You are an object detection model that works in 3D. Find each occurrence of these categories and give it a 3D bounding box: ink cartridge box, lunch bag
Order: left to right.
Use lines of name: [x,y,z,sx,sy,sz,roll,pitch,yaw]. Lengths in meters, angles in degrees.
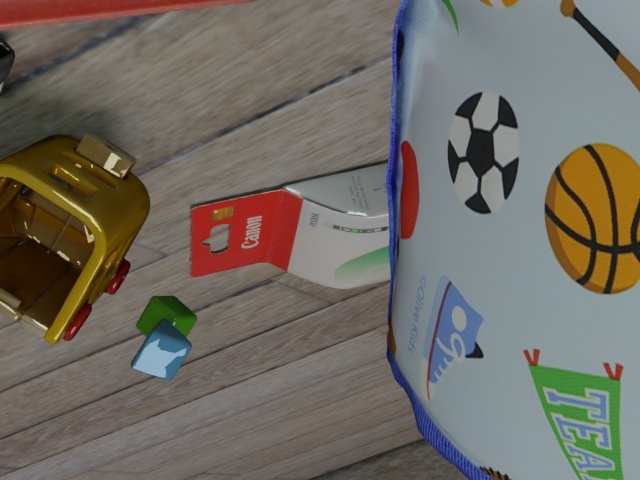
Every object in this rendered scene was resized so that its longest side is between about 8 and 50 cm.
ink cartridge box: [0.000,0.000,1.041,0.224,0.056,0.181,-15,161,-12]
lunch bag: [0.198,-0.026,0.409,0.239,0.385,0.328,-33,135,-44]

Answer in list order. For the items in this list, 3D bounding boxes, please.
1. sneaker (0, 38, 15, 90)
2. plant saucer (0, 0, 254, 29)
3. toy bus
sneaker: [-0.202,-0.100,0.627,0.083,0.031,0.035,1,141,-52]
plant saucer: [-0.101,-0.172,0.453,0.259,0.048,0.258,-13,161,-27]
toy bus: [-0.163,-0.017,0.760,0.191,0.202,0.104,17,112,-47]
